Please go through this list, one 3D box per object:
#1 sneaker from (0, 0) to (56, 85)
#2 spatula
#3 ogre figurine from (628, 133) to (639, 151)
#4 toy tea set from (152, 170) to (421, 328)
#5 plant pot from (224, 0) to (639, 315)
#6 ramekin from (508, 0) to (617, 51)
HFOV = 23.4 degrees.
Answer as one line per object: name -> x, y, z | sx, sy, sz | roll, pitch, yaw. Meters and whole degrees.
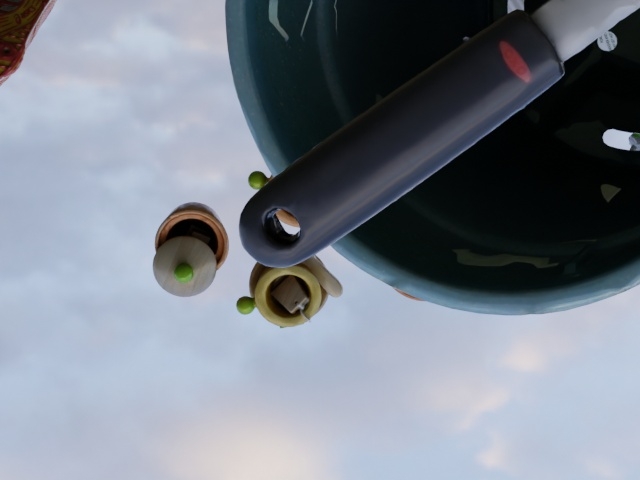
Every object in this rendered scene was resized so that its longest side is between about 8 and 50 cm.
sneaker -> -0.227, -0.139, 1.070 | 0.064, 0.067, 0.175 | 35, -130, -3
spatula -> 0.090, -0.079, 0.489 | 0.296, 0.084, 0.030 | -35, -175, 14
ogre figurine -> 0.407, -0.154, 1.735 | 0.197, 0.096, 0.118 | -29, 179, 32
toy tea set -> 0.000, 0.000, 1.548 | 0.336, 0.200, 0.124 | -23, -163, 5
plant pot -> 0.169, -0.151, 0.995 | 0.341, 0.341, 0.334 | 13, -166, 24
ramekin -> 0.370, -0.318, 2.064 | 0.273, 0.273, 0.127 | -7, -127, -14
